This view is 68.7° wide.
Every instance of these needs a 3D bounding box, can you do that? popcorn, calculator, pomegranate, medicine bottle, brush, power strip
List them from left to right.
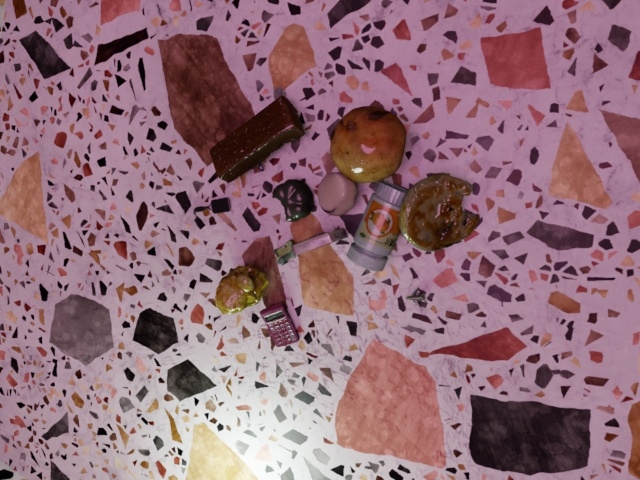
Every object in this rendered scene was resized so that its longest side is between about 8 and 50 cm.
[{"bbox_3d":[-0.485,-0.149,2.083,0.193,0.016,0.063,-7,96,20],"label":"brush"},{"bbox_3d":[-0.343,0.200,1.981,0.192,0.233,0.266,50,137,12],"label":"popcorn"},{"bbox_3d":[-0.165,-0.579,1.888,0.055,0.035,0.083,-21,89,21],"label":"power strip"},{"bbox_3d":[-0.177,0.372,2.052,0.126,0.034,0.191,-23,96,21],"label":"calculator"},{"bbox_3d":[0.000,0.000,1.836,0.171,0.201,0.052,-19,89,21],"label":"medicine bottle"},{"bbox_3d":[0.172,-0.340,1.686,0.281,0.281,0.281,3,100,19],"label":"pomegranate"},{"bbox_3d":[0.228,-0.056,1.767,0.158,0.158,0.318,25,106,14],"label":"medicine bottle"}]

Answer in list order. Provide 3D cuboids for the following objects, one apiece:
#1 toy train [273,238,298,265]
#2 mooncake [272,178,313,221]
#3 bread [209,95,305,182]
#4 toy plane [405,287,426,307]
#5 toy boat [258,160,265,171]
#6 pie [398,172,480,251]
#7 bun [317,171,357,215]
[{"bbox_3d":[-0.142,0.052,1.977,0.122,0.050,0.081,-30,84,22],"label":"toy train"},{"bbox_3d":[-0.117,-0.163,1.906,0.175,0.104,0.168,33,114,15],"label":"mooncake"},{"bbox_3d":[-0.264,-0.399,1.895,0.416,0.113,0.165,-28,66,23],"label":"bread"},{"bbox_3d":[0.373,0.224,1.830,0.083,0.033,0.080,-6,98,27],"label":"toy plane"},{"bbox_3d":[-0.245,-0.331,1.959,0.038,0.038,0.083,-2,94,20],"label":"toy boat"},{"bbox_3d":[0.422,-0.096,1.679,0.302,0.067,0.303,-3,109,-9],"label":"pie"},{"bbox_3d":[0.080,-0.178,1.819,0.172,0.119,0.173,-12,74,50],"label":"bun"}]
